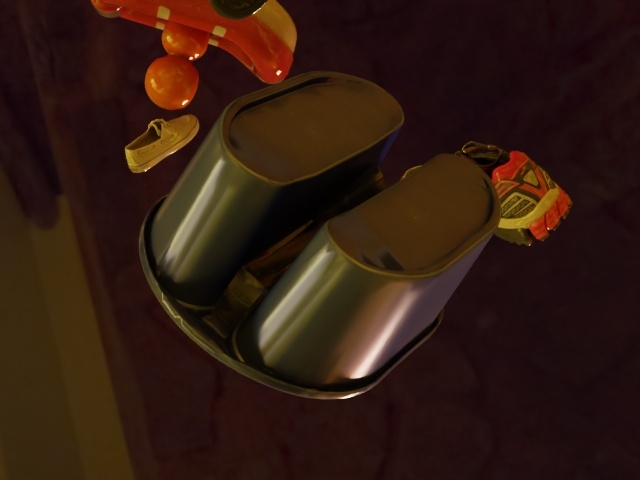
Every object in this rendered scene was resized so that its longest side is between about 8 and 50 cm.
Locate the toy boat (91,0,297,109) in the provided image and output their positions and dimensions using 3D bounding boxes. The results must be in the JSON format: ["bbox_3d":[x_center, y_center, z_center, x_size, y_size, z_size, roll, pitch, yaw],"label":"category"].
[{"bbox_3d":[-0.144,-0.214,1.359,0.231,0.151,0.151,16,2,-8],"label":"toy boat"}]

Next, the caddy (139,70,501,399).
[{"bbox_3d":[0.000,0.000,1.081,0.179,0.241,0.341,-55,-13,31],"label":"caddy"}]

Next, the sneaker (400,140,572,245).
[{"bbox_3d":[0.204,-0.080,1.667,0.121,0.112,0.299,-50,27,-19],"label":"sneaker"}]

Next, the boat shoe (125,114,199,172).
[{"bbox_3d":[-0.173,-0.114,1.366,0.100,0.035,0.035,-39,-47,-28],"label":"boat shoe"}]

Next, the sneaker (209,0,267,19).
[{"bbox_3d":[-0.052,-0.302,1.126,0.069,0.082,0.209,12,-71,-11],"label":"sneaker"}]
